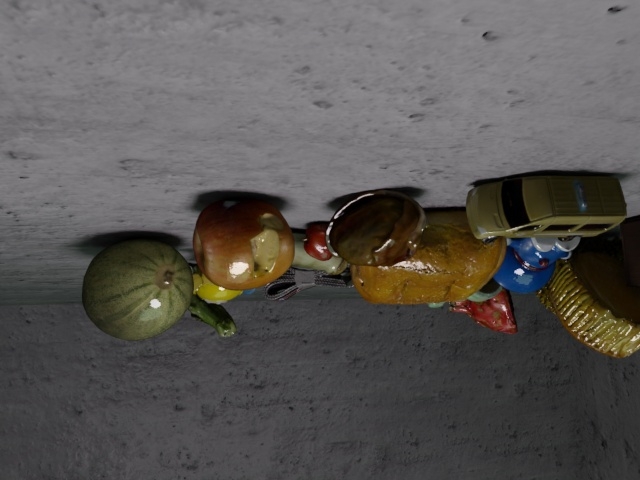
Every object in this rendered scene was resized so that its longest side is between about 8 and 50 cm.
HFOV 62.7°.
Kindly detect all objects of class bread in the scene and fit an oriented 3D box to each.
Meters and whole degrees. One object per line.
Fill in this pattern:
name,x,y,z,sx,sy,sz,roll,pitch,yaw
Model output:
bread,0.236,0.063,1.197,0.337,0.148,0.328,-1,153,-3
bread,0.696,0.157,1.290,0.227,0.253,0.142,14,132,-16

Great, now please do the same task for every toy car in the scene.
toy car,0.391,-0.059,0.915,0.256,0.101,0.124,-1,164,-14

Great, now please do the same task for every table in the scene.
table,0.836,0.016,1.201,0.169,0.172,0.193,2,172,-21

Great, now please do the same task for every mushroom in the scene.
mushroom,-0.073,0.018,1.244,0.333,0.087,0.107,14,174,-37

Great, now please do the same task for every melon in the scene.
melon,-0.438,0.116,1.270,0.248,0.248,0.329,6,165,-36

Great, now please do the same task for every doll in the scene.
doll,0.520,0.026,1.309,0.215,0.161,0.257,12,150,-6
doll,-0.284,0.112,1.533,0.199,0.145,0.363,-17,172,8

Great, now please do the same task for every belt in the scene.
belt,-0.021,0.118,1.670,0.359,0.126,0.094,-7,170,19

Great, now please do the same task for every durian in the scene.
durian,0.763,0.113,1.529,0.258,0.258,0.293,7,160,-40

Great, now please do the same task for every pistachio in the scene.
pistachio,0.100,-0.011,0.984,0.210,0.165,0.130,-23,-159,33

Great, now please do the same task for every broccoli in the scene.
broccoli,-0.361,0.192,1.621,0.165,0.304,0.145,-26,140,-33

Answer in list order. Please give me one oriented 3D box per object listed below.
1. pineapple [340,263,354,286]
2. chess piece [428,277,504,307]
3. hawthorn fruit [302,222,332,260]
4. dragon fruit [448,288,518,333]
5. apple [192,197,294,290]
pineapple,0.187,0.070,1.461,0.277,0.130,0.119,-9,127,28
chess piece,0.381,0.105,1.552,0.176,0.176,0.298,3,168,-27
hawthorn fruit,0.000,0.000,1.188,0.093,0.093,0.093,-2,169,0
dragon fruit,0.481,0.168,1.604,0.211,0.262,0.134,-20,162,27
apple,-0.139,0.007,0.976,0.199,0.199,0.199,-2,169,0
